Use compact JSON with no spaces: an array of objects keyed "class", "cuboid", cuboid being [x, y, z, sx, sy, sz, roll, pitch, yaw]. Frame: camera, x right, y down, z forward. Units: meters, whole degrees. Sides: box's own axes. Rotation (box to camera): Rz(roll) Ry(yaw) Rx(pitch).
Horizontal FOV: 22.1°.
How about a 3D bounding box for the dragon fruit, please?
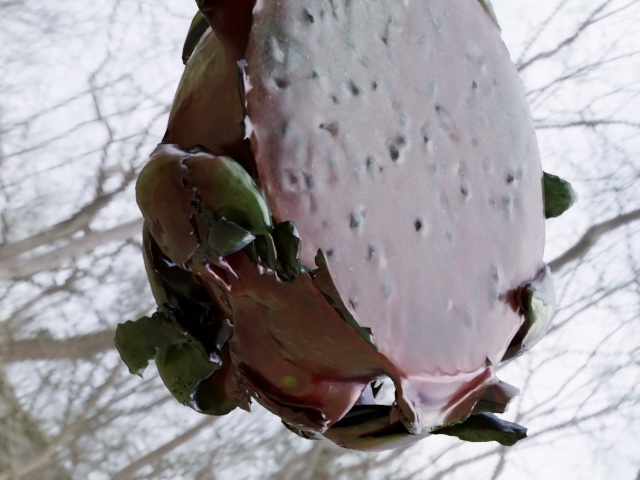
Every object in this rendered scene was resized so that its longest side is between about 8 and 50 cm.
[{"class":"dragon fruit","cuboid":[0.000,0.000,0.431,0.142,0.138,0.175,56,-42,16]}]
